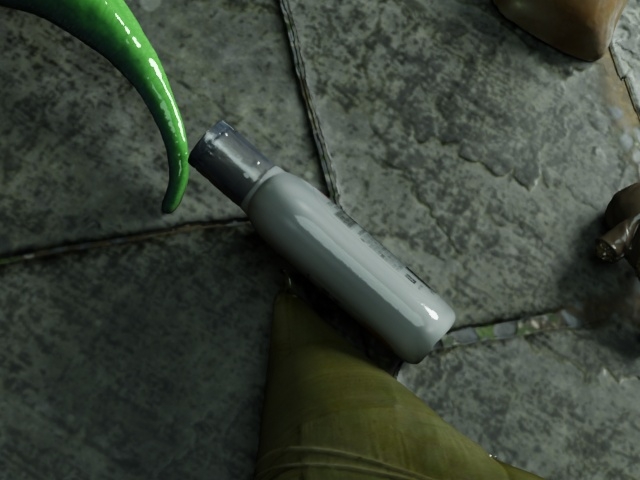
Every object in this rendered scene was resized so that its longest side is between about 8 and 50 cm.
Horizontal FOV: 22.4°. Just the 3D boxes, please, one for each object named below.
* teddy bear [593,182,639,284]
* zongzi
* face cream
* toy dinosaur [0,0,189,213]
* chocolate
[{"bbox_3d":[0.339,0.015,1.615,0.119,0.078,0.160,-18,75,-16],"label":"teddy bear"},{"bbox_3d":[0.147,0.207,1.401,0.447,0.181,0.418,2,52,3],"label":"zongzi"},{"bbox_3d":[0.000,0.000,1.508,0.291,0.144,0.071,41,93,3],"label":"face cream"},{"bbox_3d":[-0.339,-0.243,1.498,0.374,0.144,0.500,-11,89,-12],"label":"toy dinosaur"},{"bbox_3d":[0.290,-0.331,1.739,0.157,0.080,0.254,30,65,-1],"label":"chocolate"}]
